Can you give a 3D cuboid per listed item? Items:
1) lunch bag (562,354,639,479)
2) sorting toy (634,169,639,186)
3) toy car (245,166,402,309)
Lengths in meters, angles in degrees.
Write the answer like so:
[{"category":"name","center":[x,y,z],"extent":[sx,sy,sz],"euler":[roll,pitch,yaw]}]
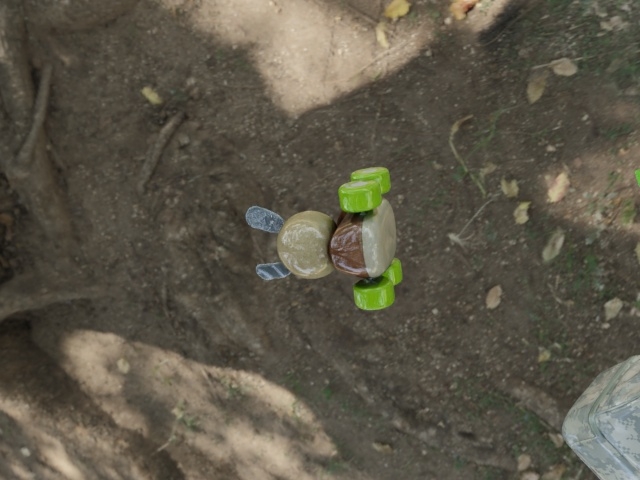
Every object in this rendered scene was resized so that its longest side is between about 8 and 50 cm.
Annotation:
[{"category":"lunch bag","center":[0.600,0.327,1.140],"extent":[0.305,0.212,0.256],"euler":[48,152,10]},{"category":"sorting toy","center":[0.589,-0.043,0.989],"extent":[0.347,0.047,0.196],"euler":[36,129,-20]},{"category":"toy car","center":[0.000,0.000,0.915],"extent":[0.188,0.149,0.155],"euler":[-5,106,15]}]
